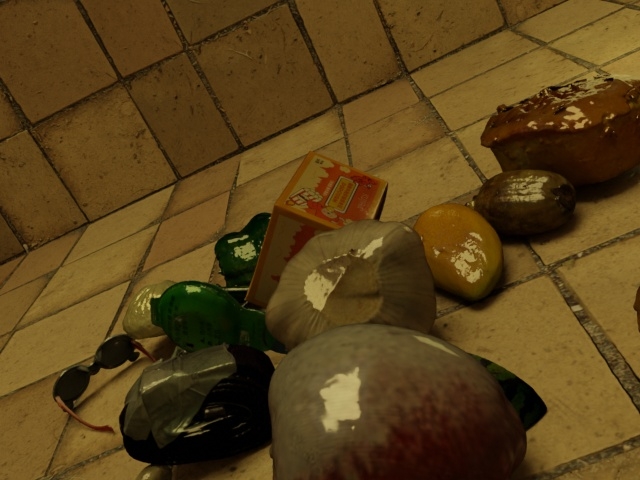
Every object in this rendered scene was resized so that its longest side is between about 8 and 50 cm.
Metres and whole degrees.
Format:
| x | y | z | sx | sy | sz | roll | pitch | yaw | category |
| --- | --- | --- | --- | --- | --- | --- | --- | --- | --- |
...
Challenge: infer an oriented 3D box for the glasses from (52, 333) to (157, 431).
| x | y | z | sx | sy | sz | roll | pitch | yaw | category |
| --- | --- | --- | --- | --- | --- | --- | --- | --- | --- |
| -0.472 | 0.352 | 1.747 | 0.234 | 0.118 | 0.268 | -36 | 43 | -27 | glasses |

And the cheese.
| x | y | z | sx | sy | sz | roll | pitch | yaw | category |
| --- | --- | --- | --- | --- | --- | --- | --- | --- | --- |
| -0.204 | 0.175 | 1.564 | 0.320 | 0.204 | 0.083 | 9 | 33 | 7 | cheese |

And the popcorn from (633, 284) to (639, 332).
| x | y | z | sx | sy | sz | roll | pitch | yaw | category |
| --- | --- | --- | --- | --- | --- | --- | --- | --- | --- |
| 0.494 | 0.117 | 0.865 | 0.225 | 0.265 | 0.332 | -13 | 43 | 21 | popcorn |

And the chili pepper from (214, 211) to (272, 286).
| x | y | z | sx | sy | sz | roll | pitch | yaw | category |
| --- | --- | --- | --- | --- | --- | --- | --- | --- | --- |
| -0.100 | -0.003 | 1.946 | 0.384 | 0.168 | 0.213 | -23 | 24 | 5 | chili pepper |

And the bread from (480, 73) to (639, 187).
| x | y | z | sx | sy | sz | roll | pitch | yaw | category |
| --- | --- | --- | --- | --- | --- | --- | --- | --- | --- |
| 0.543 | -0.232 | 1.654 | 0.336 | 0.204 | 0.358 | -28 | 16 | -38 | bread |

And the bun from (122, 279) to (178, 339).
| x | y | z | sx | sy | sz | roll | pitch | yaw | category |
| --- | --- | --- | --- | --- | --- | --- | --- | --- | --- |
| -0.378 | 0.167 | 1.843 | 0.220 | 0.134 | 0.220 | -12 | -5 | -1 | bun |

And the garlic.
| x | y | z | sx | sy | sz | roll | pitch | yaw | category |
| --- | --- | --- | --- | --- | --- | --- | --- | --- | --- |
| 0.071 | 0.114 | 1.354 | 0.317 | 0.317 | 0.259 | -28 | -17 | -3 | garlic |

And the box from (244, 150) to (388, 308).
| x | y | z | sx | sy | sz | roll | pitch | yaw | category |
| --- | --- | --- | --- | --- | --- | --- | --- | --- | --- |
| 0.000 | 0.000 | 1.632 | 0.213 | 0.260 | 0.283 | 23 | 33 | 2 | box |

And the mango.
| x | y | z | sx | sy | sz | roll | pitch | yaw | category |
| --- | --- | --- | --- | --- | --- | --- | --- | --- | --- |
| 0.274 | 0.021 | 1.517 | 0.176 | 0.119 | 0.317 | -30 | 30 | 2 | mango |

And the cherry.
| x | y | z | sx | sy | sz | roll | pitch | yaw | category |
| --- | --- | --- | --- | --- | --- | --- | --- | --- | --- |
| 0.079 | 0.254 | 0.997 | 0.334 | 0.291 | 0.326 | -29 | 39 | -16 | cherry |

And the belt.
| x | y | z | sx | sy | sz | roll | pitch | yaw | category |
| --- | --- | --- | --- | --- | --- | --- | --- | --- | --- |
| -0.209 | 0.294 | 1.323 | 0.289 | 0.184 | 0.164 | -12 | 17 | -8 | belt |

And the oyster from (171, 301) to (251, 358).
| x | y | z | sx | sy | sz | roll | pitch | yaw | category |
| --- | --- | --- | --- | --- | --- | --- | --- | --- | --- |
| -0.245 | 0.215 | 1.721 | 0.199 | 0.087 | 0.252 | -31 | 12 | 16 | oyster |

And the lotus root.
| x | y | z | sx | sy | sz | roll | pitch | yaw | category |
| --- | --- | --- | --- | --- | --- | --- | --- | --- | --- |
| 0.409 | -0.077 | 1.575 | 0.260 | 0.128 | 0.145 | -6 | 44 | 48 | lotus root |

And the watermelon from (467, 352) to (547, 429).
| x | y | z | sx | sy | sz | roll | pitch | yaw | category |
| --- | --- | --- | --- | --- | --- | --- | --- | --- | --- |
| 0.254 | 0.228 | 1.118 | 0.125 | 0.135 | 0.094 | -27 | -15 | 7 | watermelon |

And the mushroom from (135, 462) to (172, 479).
| x | y | z | sx | sy | sz | roll | pitch | yaw | category |
| --- | --- | --- | --- | --- | --- | --- | --- | --- | --- |
| -0.283 | 0.433 | 1.303 | 0.079 | 0.085 | 0.085 | 23 | 43 | 18 | mushroom |

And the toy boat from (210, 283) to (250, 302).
| x | y | z | sx | sy | sz | roll | pitch | yaw | category |
| --- | --- | --- | --- | --- | --- | --- | --- | --- | --- |
| -0.184 | 0.128 | 1.849 | 0.210 | 0.052 | 0.104 | -5 | -14 | 20 | toy boat |
